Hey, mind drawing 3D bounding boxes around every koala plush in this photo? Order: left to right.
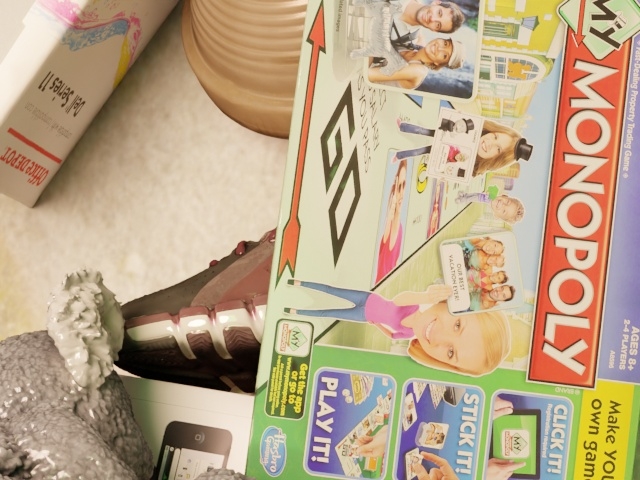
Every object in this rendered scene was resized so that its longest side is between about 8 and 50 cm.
[{"bbox_3d":[-0.153,0.131,0.890,0.196,0.203,0.221,-51,31,30],"label":"koala plush"}]

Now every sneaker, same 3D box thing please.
[{"bbox_3d":[0.000,0.000,1.017,0.281,0.106,0.162,-7,66,7],"label":"sneaker"}]

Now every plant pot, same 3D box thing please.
[{"bbox_3d":[0.006,-0.189,1.024,0.237,0.110,0.237,-14,50,17],"label":"plant pot"}]

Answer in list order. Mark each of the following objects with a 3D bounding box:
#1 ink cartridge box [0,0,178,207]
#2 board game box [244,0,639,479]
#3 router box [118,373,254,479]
[{"bbox_3d":[-0.194,-0.144,1.056,0.119,0.207,0.353,35,88,4],"label":"ink cartridge box"},{"bbox_3d":[0.082,-0.007,0.910,0.213,0.046,0.317,7,85,0],"label":"board game box"},{"bbox_3d":[-0.117,0.252,0.981,0.301,0.082,0.335,8,76,22],"label":"router box"}]
